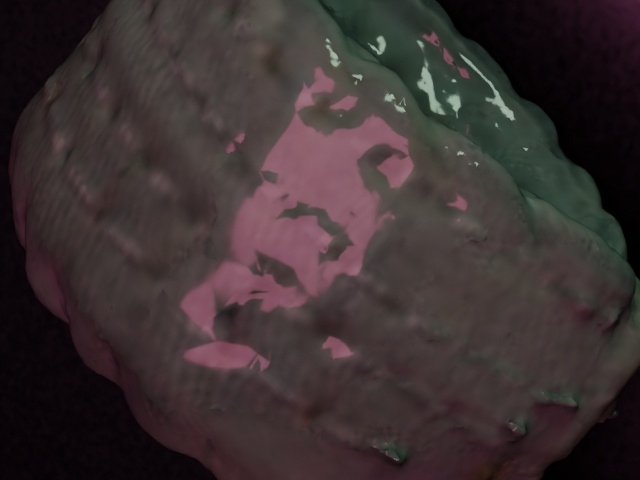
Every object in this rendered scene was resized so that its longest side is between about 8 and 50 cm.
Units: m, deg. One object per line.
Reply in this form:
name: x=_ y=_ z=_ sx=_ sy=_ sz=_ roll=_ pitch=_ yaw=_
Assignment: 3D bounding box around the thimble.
thimble: x=0.000 y=0.000 z=0.712 sx=0.172 sy=0.205 sz=0.250 roll=-46 pitch=70 yaw=16
